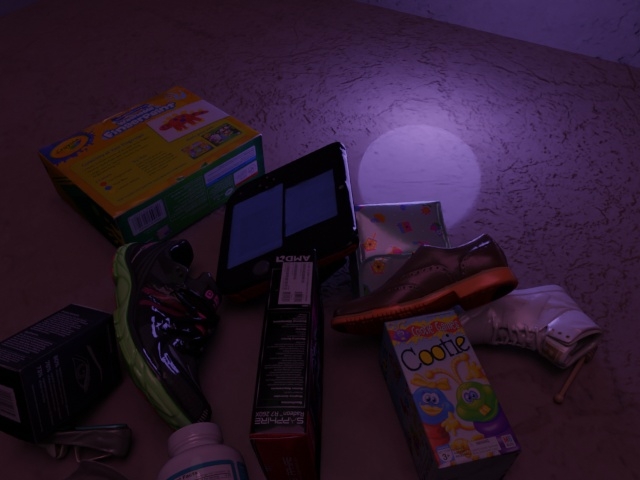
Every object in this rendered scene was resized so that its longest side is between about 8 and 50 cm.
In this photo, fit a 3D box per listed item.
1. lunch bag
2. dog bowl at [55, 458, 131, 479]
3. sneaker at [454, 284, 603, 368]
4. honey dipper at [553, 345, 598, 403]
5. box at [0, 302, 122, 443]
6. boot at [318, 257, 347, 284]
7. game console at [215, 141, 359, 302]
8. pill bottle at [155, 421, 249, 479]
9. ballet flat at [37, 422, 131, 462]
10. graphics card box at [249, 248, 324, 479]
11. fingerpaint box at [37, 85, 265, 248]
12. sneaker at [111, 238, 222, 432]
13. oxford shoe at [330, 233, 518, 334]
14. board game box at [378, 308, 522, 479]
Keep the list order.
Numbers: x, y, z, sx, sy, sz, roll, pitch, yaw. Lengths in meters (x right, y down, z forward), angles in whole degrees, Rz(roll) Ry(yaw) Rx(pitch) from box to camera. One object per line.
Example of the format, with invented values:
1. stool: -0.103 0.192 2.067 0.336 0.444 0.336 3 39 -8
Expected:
1. lunch bag: 0.174 0.052 1.162 0.224 0.160 0.262 -3 59 -5
2. dog bowl: -0.399 0.511 0.767 0.349 0.102 0.348 -1 45 1
3. sneaker: 0.409 0.181 1.045 0.293 0.108 0.169 -12 33 -11
4. honey dipper: 0.503 0.261 1.041 0.031 0.030 0.161 30 57 27
5. box: -0.478 0.231 0.953 0.108 0.153 0.207 9 22 21
6. boot: 0.000 0.000 1.251 0.248 0.090 0.207 -38 49 -16
7. game console: -0.083 -0.053 1.219 0.342 0.060 0.386 -26 40 20
8. pill bottle: -0.174 0.424 0.815 0.146 0.146 0.264 -14 47 -12
9. ballet flat: -0.446 0.359 0.941 0.213 0.072 0.068 1 76 6
10. graphics card box: -0.047 0.224 0.945 0.094 0.232 0.370 -3 45 4
11. fingerpaint box: -0.437 -0.201 1.410 0.371 0.163 0.445 34 55 28
12. sneaker: -0.291 0.155 1.052 0.202 0.185 0.482 -19 50 -11
13. oxford shoe: 0.188 0.092 1.043 0.364 0.130 0.132 -17 62 4
14. board game box: 0.216 0.283 0.943 0.142 0.144 0.275 -10 48 -9
